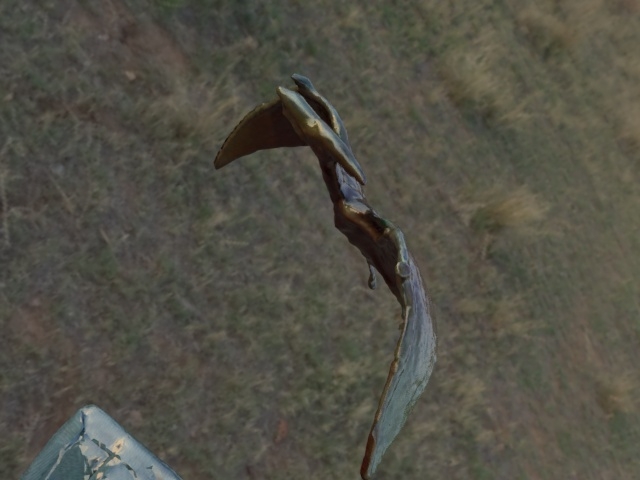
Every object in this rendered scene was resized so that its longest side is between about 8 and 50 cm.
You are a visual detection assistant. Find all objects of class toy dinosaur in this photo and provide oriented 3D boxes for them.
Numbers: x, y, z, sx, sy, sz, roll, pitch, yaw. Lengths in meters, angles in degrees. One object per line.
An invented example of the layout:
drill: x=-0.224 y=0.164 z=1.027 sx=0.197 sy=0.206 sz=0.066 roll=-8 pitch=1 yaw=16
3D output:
toy dinosaur: x=0.005 y=0.009 z=0.655 sx=0.327 sy=0.112 sz=0.206 roll=63 pitch=0 yaw=19

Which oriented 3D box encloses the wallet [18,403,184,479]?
wallet: x=-0.120 y=0.298 z=0.597 sx=0.342 sy=0.237 sz=0.075 roll=35 pitch=-18 yaw=18
